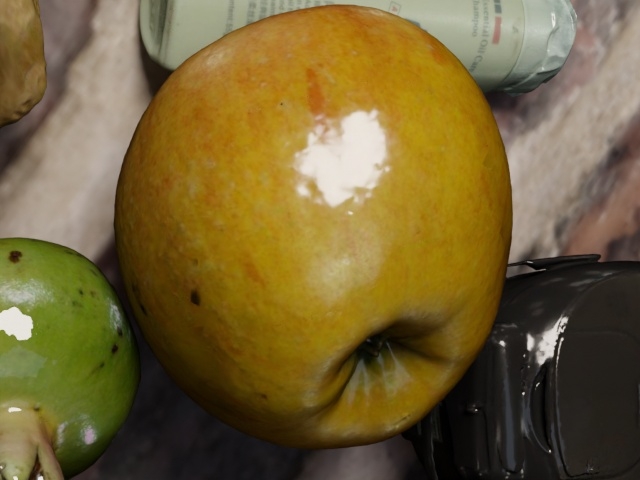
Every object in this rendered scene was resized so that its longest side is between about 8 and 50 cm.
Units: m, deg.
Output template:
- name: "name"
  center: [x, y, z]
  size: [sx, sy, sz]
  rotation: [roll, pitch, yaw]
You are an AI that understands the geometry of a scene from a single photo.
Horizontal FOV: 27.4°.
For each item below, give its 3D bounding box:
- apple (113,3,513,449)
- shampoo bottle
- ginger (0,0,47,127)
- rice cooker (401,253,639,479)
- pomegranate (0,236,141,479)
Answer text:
- name: "apple"
  center: [0.000, 0.000, 0.554]
  size: [0.183, 0.155, 0.182]
  rotation: [-12, 144, -9]
- name: "shampoo bottle"
  center: [0.022, -0.104, 0.614]
  size: [0.212, 0.049, 0.072]
  rotation: [-1, 104, -27]
- name: "ginger"
  center: [-0.167, -0.067, 0.515]
  size: [0.095, 0.069, 0.190]
  rotation: [38, 83, -35]
- name: "rice cooker"
  center: [0.131, 0.078, 0.669]
  size: [0.203, 0.118, 0.142]
  rotation: [3, 86, -30]
- name: "pomegranate"
  center: [-0.126, 0.064, 0.531]
  size: [0.115, 0.142, 0.114]
  rotation: [-9, 128, -12]
